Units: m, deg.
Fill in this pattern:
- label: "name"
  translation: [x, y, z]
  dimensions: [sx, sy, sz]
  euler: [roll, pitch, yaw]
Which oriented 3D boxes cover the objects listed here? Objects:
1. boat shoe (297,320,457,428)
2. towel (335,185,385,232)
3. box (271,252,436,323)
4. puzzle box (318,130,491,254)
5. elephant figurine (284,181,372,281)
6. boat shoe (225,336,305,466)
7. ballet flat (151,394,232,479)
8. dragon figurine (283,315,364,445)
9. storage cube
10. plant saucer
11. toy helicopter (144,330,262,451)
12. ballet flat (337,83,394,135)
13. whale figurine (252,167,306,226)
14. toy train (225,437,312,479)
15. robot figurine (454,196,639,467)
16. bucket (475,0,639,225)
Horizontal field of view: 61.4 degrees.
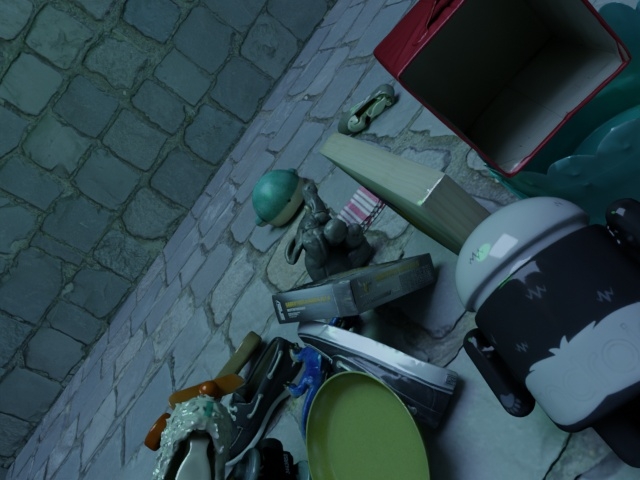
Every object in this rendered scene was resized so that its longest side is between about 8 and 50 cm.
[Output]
- label: "boat shoe"
  translation: [0.067, 0.206, 0.856]
  dimensions: [0.301, 0.108, 0.102]
  euler: [15, 80, 39]
- label: "towel"
  translation: [0.100, -0.085, 1.299]
  dimensions: [0.197, 0.029, 0.144]
  euler: [-53, 24, 5]
- label: "box"
  translation: [0.061, 0.082, 0.931]
  dimensions: [0.183, 0.231, 0.056]
  euler: [-16, 89, 44]
- label: "puzzle box"
  translation: [0.167, -0.051, 0.852]
  dimensions: [0.052, 0.272, 0.409]
  euler: [-53, 25, 5]
- label: "elephant figurine"
  translation: [0.000, 0.000, 1.227]
  dimensions: [0.186, 0.169, 0.239]
  euler: [-44, 30, -8]
- label: "boat shoe"
  translation: [-0.143, 0.334, 1.136]
  dimensions: [0.302, 0.091, 0.114]
  euler: [-56, 25, -1]
- label: "ballet flat"
  translation: [-0.225, 0.448, 0.825]
  dimensions: [0.147, 0.147, 0.408]
  euler: [-4, 75, 59]
- label: "dragon figurine"
  translation: [0.011, 0.233, 0.995]
  dimensions: [0.144, 0.085, 0.289]
  euler: [-39, 28, 32]
- label: "storage cube"
  translation: [0.200, -0.227, 0.653]
  dimensions: [0.183, 0.215, 0.193]
  euler: [-48, 20, 18]
- label: "plant saucer"
  translation: [0.068, 0.304, 0.760]
  dimensions: [0.241, 0.037, 0.240]
  euler: [-5, 84, 50]
- label: "toy helicopter"
  translation: [-0.242, 0.338, 1.219]
  dimensions: [0.355, 0.140, 0.234]
  euler: [-53, -11, -37]
- label: "ballet flat"
  translation: [0.127, -0.363, 1.547]
  dimensions: [0.213, 0.072, 0.068]
  euler: [-38, 36, 32]
- label: "whale figurine"
  translation: [-0.156, -0.148, 1.695]
  dimensions: [0.216, 0.141, 0.272]
  euler: [-57, 24, -3]
- label: "toy train"
  translation: [-0.086, 0.476, 0.827]
  dimensions: [0.190, 0.142, 0.333]
  euler: [-59, 24, 22]
- label: "robot figurine"
  translation: [0.267, 0.082, 0.561]
  dimensions: [0.209, 0.173, 0.278]
  euler: [-32, 62, -5]
- label: "bucket"
  translation: [0.371, -0.147, 0.713]
  dimensions: [0.281, 0.183, 0.281]
  euler: [-42, 28, 28]
